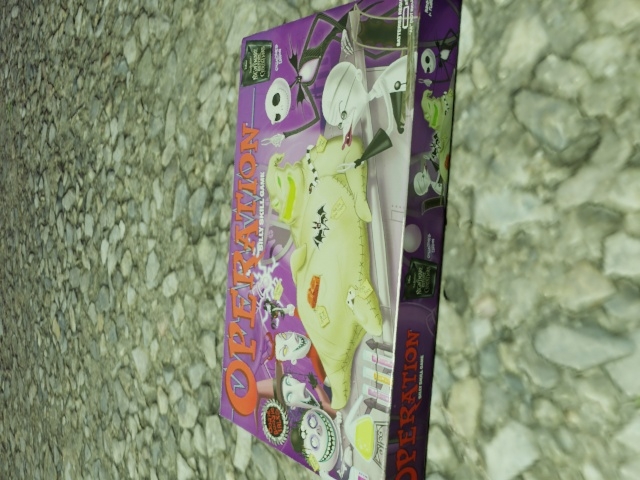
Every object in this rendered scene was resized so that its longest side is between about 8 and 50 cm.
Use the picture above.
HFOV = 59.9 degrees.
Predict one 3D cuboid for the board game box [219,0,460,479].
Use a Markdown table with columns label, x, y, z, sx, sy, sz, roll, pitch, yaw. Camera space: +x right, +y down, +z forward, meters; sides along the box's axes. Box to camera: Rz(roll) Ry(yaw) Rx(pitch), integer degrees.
| label | x | y | z | sx | sy | sz | roll | pitch | yaw |
| --- | --- | --- | --- | --- | --- | --- | --- | --- | --- |
| board game box | 0.000 | 0.000 | 0.440 | 0.208 | 0.056 | 0.346 | 7 | 95 | 53 |
